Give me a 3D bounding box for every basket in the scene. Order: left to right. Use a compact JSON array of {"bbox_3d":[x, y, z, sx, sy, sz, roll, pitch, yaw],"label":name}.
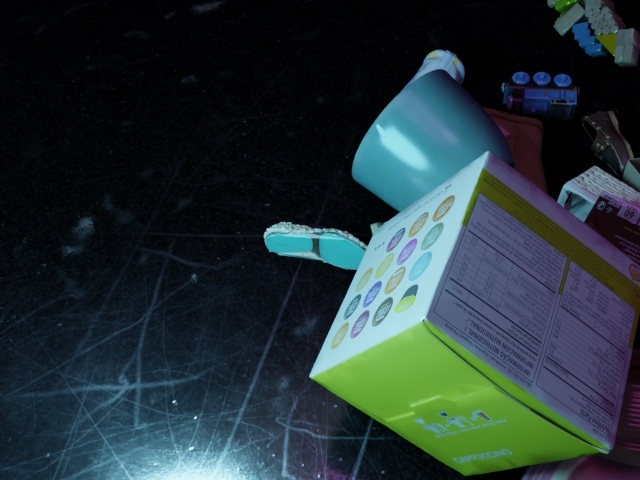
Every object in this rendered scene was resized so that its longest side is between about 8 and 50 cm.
[{"bbox_3d":[0.586,-0.059,1.498,0.103,0.113,0.167,-33,57,-24],"label":"basket"}]

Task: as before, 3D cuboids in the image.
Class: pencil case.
[{"bbox_3d":[0.246,-0.341,1.744,0.113,0.124,0.273,23,57,22],"label":"pencil case"}]

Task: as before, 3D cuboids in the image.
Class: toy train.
[{"bbox_3d":[0.530,-0.348,1.752,0.184,0.080,0.105,5,59,10],"label":"toy train"}]

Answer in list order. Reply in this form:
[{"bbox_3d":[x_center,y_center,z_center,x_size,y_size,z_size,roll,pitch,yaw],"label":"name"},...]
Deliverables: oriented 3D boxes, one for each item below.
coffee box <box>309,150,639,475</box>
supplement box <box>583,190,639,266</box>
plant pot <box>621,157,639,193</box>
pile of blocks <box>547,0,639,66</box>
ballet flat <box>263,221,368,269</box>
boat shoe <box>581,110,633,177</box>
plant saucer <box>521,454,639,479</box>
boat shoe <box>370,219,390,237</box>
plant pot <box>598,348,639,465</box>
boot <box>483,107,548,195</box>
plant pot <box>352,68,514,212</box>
[{"bbox_3d":[0.247,0.135,1.161,0.338,0.337,0.334,35,56,-11],"label":"coffee box"},{"bbox_3d":[0.534,0.043,1.375,0.130,0.073,0.240,31,94,27],"label":"supplement box"},{"bbox_3d":[0.695,-0.104,1.523,0.108,0.096,0.109,-7,51,-17],"label":"plant pot"},{"bbox_3d":[0.719,-0.566,1.904,0.112,0.149,0.362,10,49,-44],"label":"pile of blocks"},{"bbox_3d":[0.000,0.000,1.530,0.240,0.091,0.077,12,32,10],"label":"ballet flat"},{"bbox_3d":[0.647,-0.214,1.641,0.073,0.073,0.207,-6,45,3],"label":"boat shoe"},{"bbox_3d":[0.474,0.445,1.131,0.331,0.084,0.332,-3,51,3],"label":"plant saucer"},{"bbox_3d":[0.179,0.071,1.434,0.103,0.113,0.302,-14,51,1],"label":"boat shoe"},{"bbox_3d":[0.516,0.254,1.195,0.237,0.110,0.237,-5,22,2],"label":"plant pot"},{"bbox_3d":[0.393,-0.172,1.620,0.236,0.089,0.270,5,54,10],"label":"boot"},{"bbox_3d":[0.249,-0.160,1.488,0.293,0.293,0.235,-39,71,-23],"label":"plant pot"}]
